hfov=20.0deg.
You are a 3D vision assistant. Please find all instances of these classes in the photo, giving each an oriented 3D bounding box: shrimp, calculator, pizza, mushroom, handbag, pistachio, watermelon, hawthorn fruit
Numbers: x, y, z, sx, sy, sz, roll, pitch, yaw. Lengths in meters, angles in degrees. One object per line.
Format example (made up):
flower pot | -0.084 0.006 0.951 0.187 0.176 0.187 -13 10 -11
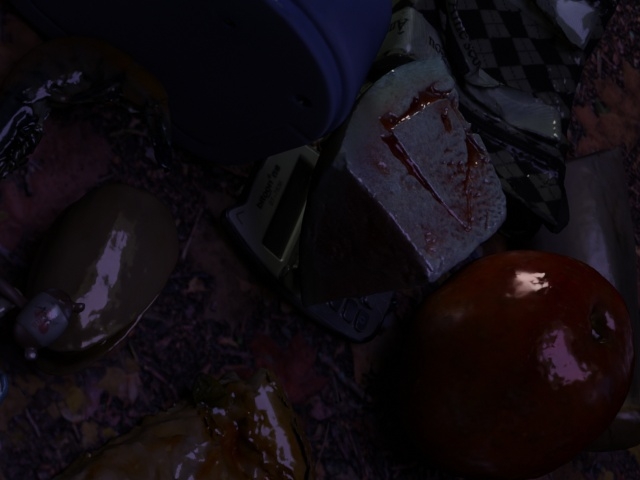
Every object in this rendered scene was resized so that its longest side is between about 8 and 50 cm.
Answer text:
shrimp | -0.252 -0.082 1.765 0.198 0.051 0.262 27 67 18
calculator | 0.000 0.000 2.042 0.268 0.040 0.177 41 55 -26
pizza | -0.108 0.311 1.837 0.435 0.080 0.392 45 53 -24
mushroom | 0.324 0.058 2.245 0.154 0.137 0.407 24 56 -49
handbag | 0.205 -0.228 2.182 0.316 0.180 0.416 30 64 -22
pistachio | -0.219 0.037 1.781 0.131 0.129 0.206 16 61 11
watermelon | 0.088 -0.027 1.920 0.201 0.262 0.213 33 41 18
hawthorn fruit | 0.216 0.137 2.053 0.284 0.284 0.284 13 70 -38

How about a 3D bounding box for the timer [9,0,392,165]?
timer | -0.099 -0.259 1.807 0.395 0.395 0.173 41 59 -24

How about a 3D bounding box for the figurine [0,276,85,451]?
figurine | -0.325 0.079 1.689 0.205 0.103 0.260 3 70 -12
